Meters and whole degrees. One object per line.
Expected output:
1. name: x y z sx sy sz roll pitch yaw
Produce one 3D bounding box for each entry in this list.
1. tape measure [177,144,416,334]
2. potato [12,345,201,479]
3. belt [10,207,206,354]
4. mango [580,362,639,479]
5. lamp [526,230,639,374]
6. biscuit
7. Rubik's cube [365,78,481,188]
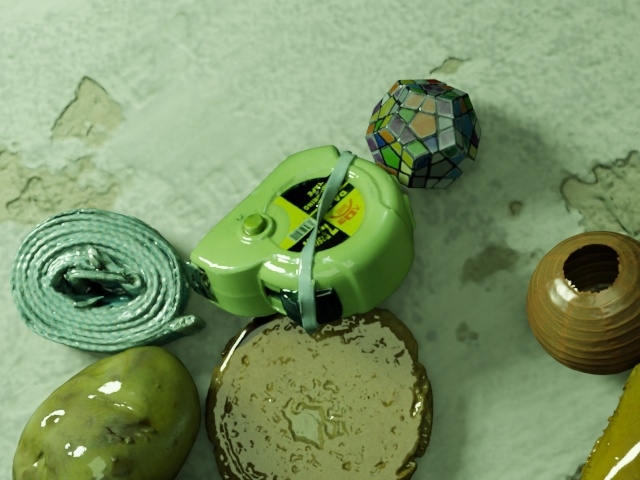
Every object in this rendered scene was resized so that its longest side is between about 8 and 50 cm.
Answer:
1. tape measure: 0.000 0.000 1.623 0.175 0.106 0.200 27 60 32
2. potato: -0.191 0.189 1.594 0.154 0.137 0.200 1 44 35
3. belt: -0.208 0.039 1.661 0.163 0.082 0.148 -17 85 3
4. mango: 0.308 0.208 1.559 0.156 0.151 0.249 8 102 -10
5. lamp: 0.256 0.057 1.601 0.136 0.136 0.136 -1 82 4
6. biscuit: -0.001 0.158 1.649 0.226 0.042 0.226 0 82 2
7. Rubik's cube: 0.097 -0.101 1.652 0.111 0.111 0.093 -21 54 1
